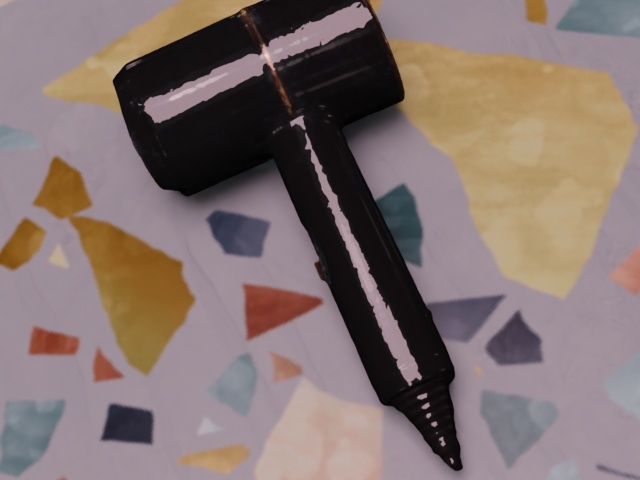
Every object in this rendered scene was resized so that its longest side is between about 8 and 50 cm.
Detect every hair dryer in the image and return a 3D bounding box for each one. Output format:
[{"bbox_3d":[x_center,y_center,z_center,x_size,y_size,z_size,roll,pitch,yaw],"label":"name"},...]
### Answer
[{"bbox_3d":[0.000,0.000,0.976,0.189,0.107,0.352,-24,71,2],"label":"hair dryer"}]
